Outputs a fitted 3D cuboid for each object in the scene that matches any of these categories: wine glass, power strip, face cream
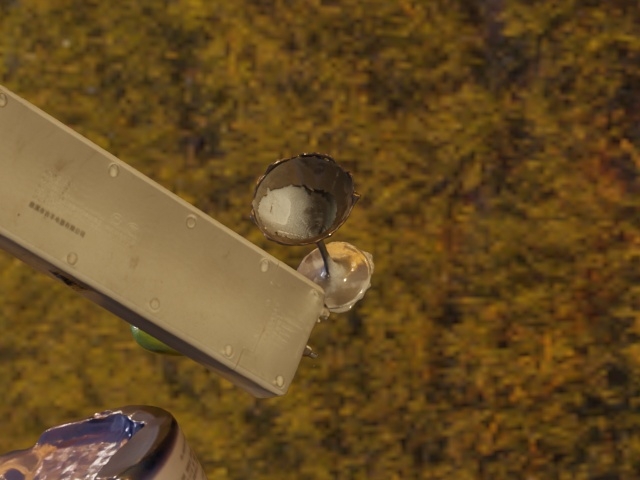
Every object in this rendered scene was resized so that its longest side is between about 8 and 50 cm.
[{"bbox_3d":[0.000,0.000,1.899,0.183,0.122,0.122,66,180,-56],"label":"wine glass"},{"bbox_3d":[-0.142,0.011,1.378,0.043,0.367,0.106,-11,51,57],"label":"power strip"},{"bbox_3d":[-0.193,0.291,1.495,0.249,0.249,0.225,6,124,60],"label":"face cream"}]

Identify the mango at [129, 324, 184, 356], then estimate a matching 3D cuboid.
[{"bbox_3d":[-0.173,0.110,2.338,0.117,0.163,0.089,31,135,31],"label":"mango"}]
